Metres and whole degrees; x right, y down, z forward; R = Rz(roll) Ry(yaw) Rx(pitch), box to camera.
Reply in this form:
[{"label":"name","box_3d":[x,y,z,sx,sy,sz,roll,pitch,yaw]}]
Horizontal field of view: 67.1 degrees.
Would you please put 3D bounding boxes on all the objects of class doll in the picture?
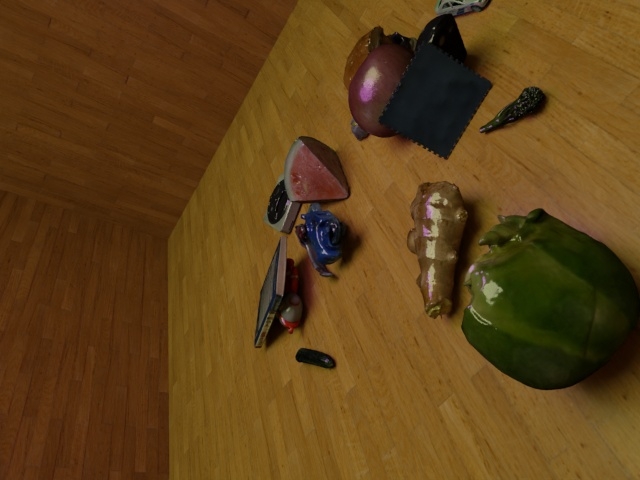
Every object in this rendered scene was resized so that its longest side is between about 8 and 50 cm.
[{"label":"doll","box_3d":[0.164,-0.475,1.918,0.079,0.093,0.180,-43,-27,-44]},{"label":"doll","box_3d":[-0.133,0.236,1.975,0.200,0.105,0.337,117,154,-43]}]

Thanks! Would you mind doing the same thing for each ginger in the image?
[{"label":"ginger","box_3d":[0.299,0.018,1.363,0.236,0.166,0.376,9,75,50]}]

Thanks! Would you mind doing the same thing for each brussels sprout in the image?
[{"label":"brussels sprout","box_3d":[0.440,0.115,0.959,0.371,0.314,0.276,-53,-21,-50]}]

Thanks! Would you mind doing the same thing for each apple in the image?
[{"label":"apple","box_3d":[0.238,-0.508,1.655,0.235,0.305,0.306,43,115,18]}]

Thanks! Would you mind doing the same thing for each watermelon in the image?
[{"label":"watermelon","box_3d":[-0.035,-0.270,1.982,0.292,0.250,0.283,39,112,61]}]

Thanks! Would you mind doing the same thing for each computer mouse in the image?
[{"label":"computer mouse","box_3d":[0.363,-0.588,1.508,0.100,0.269,0.170,32,94,29]}]

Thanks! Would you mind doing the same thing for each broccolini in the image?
[{"label":"broccolini","box_3d":[0.529,-0.349,1.330,0.202,0.068,0.091,-42,25,62]}]

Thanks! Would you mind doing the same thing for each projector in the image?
[{"label":"projector","box_3d":[-0.182,-0.183,2.324,0.259,0.079,0.257,28,98,61]}]

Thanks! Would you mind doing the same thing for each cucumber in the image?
[{"label":"cucumber","box_3d":[-0.020,0.426,1.741,0.214,0.052,0.058,-6,97,56]}]

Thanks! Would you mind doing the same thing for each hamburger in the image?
[{"label":"hamburger","box_3d":[0.186,-0.674,1.942,0.209,0.161,0.330,-24,58,49]}]

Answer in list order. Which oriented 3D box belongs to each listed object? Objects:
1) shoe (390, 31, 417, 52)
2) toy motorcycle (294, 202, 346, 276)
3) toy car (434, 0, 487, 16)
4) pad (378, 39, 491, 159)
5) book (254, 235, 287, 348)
[{"label":"shoe","box_3d":[0.294,-0.677,1.817,0.099,0.112,0.228,-4,68,56]},{"label":"toy motorcycle","box_3d":[0.023,-0.005,1.850,0.181,0.241,0.319,-28,26,-8]},{"label":"toy car","box_3d":[0.480,-0.824,1.642,0.224,0.076,0.090,23,91,60]},{"label":"pad","box_3d":[0.342,-0.412,1.441,0.270,0.268,0.012,-59,20,16]},{"label":"book","box_3d":[-0.211,0.223,2.028,0.428,0.039,0.300,115,162,-47]}]
